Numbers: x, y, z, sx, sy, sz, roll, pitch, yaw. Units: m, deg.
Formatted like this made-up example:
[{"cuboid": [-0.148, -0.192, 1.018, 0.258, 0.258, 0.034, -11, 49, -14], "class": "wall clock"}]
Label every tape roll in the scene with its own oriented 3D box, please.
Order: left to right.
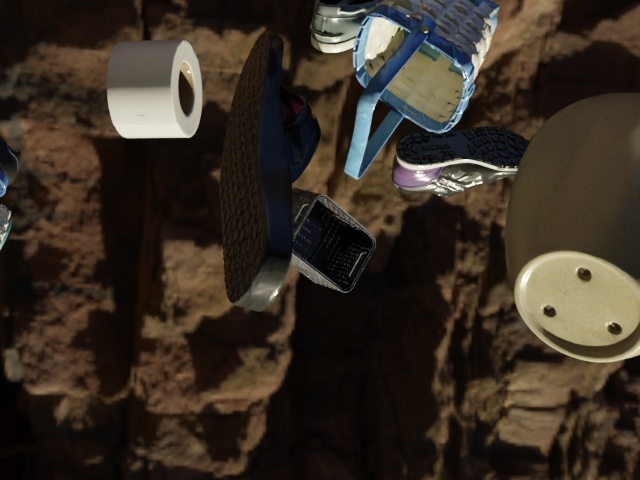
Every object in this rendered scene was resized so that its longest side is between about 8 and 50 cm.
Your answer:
[{"cuboid": [-0.412, -0.379, 2.388, 0.246, 0.169, 0.246, 1, 90, -79], "class": "tape roll"}]

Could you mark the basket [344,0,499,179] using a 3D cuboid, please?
[{"cuboid": [0.133, -0.249, 1.461, 0.289, 0.201, 0.255, -57, 173, -23], "class": "basket"}]

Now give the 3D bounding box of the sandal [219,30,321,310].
[{"cuboid": [-0.064, -0.095, 1.297, 0.167, 0.107, 0.446, -48, -145, 46], "class": "sandal"}]

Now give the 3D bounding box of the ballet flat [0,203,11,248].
[{"cuboid": [-0.683, 0.073, 1.751, 0.147, 0.147, 0.409, 109, -15, -48], "class": "ballet flat"}]

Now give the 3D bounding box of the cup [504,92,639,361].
[{"cuboid": [0.366, 0.016, 1.200, 0.237, 0.331, 0.331, -48, 164, -41], "class": "cup"}]

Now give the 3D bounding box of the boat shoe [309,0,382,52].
[{"cuboid": [0.109, -0.459, 1.770, 0.116, 0.319, 0.099, 35, -32, 36], "class": "boat shoe"}]

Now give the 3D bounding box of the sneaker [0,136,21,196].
[{"cuboid": [-0.560, -0.165, 1.448, 0.081, 0.232, 0.090, -23, -143, 32], "class": "sneaker"}]

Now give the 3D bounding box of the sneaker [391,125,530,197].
[{"cuboid": [0.276, -0.144, 1.846, 0.124, 0.283, 0.107, 97, -8, -52], "class": "sneaker"}]

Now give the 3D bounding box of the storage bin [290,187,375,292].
[{"cuboid": [0.000, 0.000, 1.727, 0.084, 0.180, 0.122, 16, -107, 49], "class": "storage bin"}]
